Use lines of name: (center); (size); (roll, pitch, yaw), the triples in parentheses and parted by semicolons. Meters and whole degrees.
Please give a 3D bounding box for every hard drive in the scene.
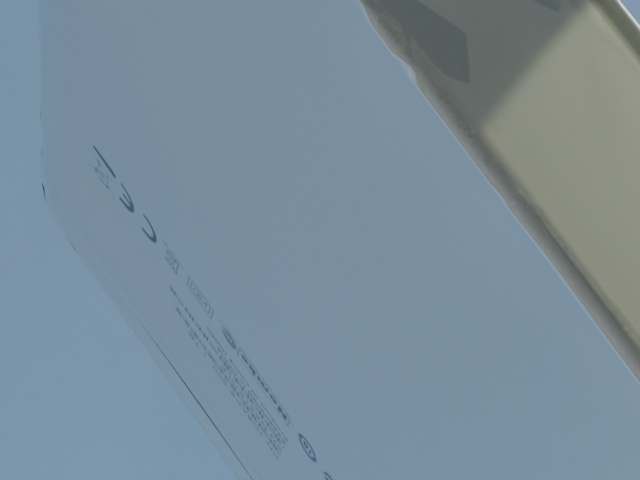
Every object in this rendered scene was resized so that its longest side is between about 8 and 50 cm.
hard drive: (0.000, 0.000, 0.539); (0.047, 0.233, 0.353); (-33, -12, -17)
